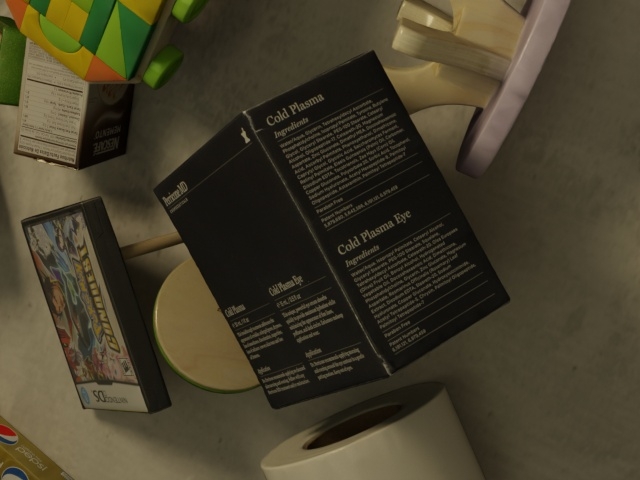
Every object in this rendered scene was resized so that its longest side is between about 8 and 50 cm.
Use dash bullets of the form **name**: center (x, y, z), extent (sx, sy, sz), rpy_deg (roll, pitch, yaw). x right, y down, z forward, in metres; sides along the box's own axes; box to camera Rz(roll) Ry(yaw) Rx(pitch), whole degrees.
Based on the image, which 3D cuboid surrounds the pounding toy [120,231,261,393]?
- **pounding toy**: center (-0.141, 0.092, 1.813), extent (0.237, 0.183, 0.110), rpy_deg (60, 158, 11)

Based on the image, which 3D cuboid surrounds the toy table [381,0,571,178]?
- **toy table**: center (0.161, -0.222, 1.595), extent (0.161, 0.252, 0.274), rpy_deg (23, 97, -3)

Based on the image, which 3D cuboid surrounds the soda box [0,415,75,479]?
- **soda box**: center (-0.436, 0.310, 2.000), extent (0.181, 0.058, 0.061), rpy_deg (39, 111, 9)

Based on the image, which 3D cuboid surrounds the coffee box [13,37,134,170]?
- **coffee box**: center (-0.300, -0.226, 1.798), extent (0.098, 0.141, 0.246), rpy_deg (14, 106, 15)

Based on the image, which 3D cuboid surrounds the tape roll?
- **tape roll**: center (0.071, 0.295, 1.714), extent (0.246, 0.246, 0.169), rpy_deg (-23, 92, 22)

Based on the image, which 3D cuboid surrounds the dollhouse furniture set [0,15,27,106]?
- **dollhouse furniture set**: center (-0.457, -0.340, 1.780), extent (0.198, 0.151, 0.301), rpy_deg (6, 105, -24)

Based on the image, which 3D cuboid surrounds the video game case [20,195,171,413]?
- **video game case**: center (-0.295, 0.089, 1.838), extent (0.248, 0.035, 0.274), rpy_deg (-9, 100, 61)

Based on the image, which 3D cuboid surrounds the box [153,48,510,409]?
- **box**: center (0.000, 0.000, 1.622), extent (0.312, 0.179, 0.343), rpy_deg (61, 154, -1)

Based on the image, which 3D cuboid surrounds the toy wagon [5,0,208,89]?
- **toy wagon**: center (-0.246, -0.324, 1.575), extent (0.267, 0.068, 0.344), rpy_deg (37, 140, 3)
